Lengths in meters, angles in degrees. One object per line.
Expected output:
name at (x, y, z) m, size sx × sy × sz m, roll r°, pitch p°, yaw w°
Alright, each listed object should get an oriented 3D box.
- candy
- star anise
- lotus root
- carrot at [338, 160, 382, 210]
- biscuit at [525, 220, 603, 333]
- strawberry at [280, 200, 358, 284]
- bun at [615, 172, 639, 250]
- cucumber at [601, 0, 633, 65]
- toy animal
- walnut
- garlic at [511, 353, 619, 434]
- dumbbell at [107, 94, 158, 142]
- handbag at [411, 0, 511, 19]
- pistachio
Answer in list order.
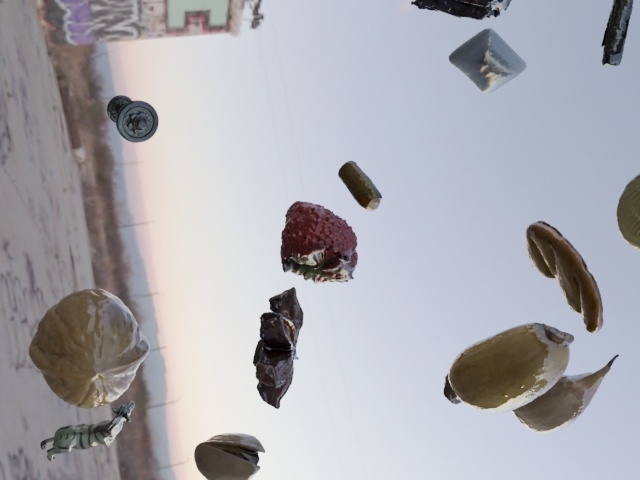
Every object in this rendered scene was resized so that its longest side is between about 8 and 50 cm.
candy at (0.436, -0.467, 1.788) m, size 0.138 × 0.174 × 0.071 m, roll -31°, pitch -137°, yaw 36°
star anise at (-0.097, 0.229, 1.459) m, size 0.220 × 0.099 × 0.214 m, roll -73°, pitch 161°, yaw -47°
lotus root at (0.349, 0.250, 1.307) m, size 0.146 × 0.131 × 0.303 m, roll 48°, pitch -48°, yaw -3°
carrot at (0.125, -0.168, 2.139) m, size 0.173 × 0.082 × 0.082 m, roll 58°, pitch -27°, yaw 34°
biscuit at (0.564, 0.069, 1.592) m, size 0.299 × 0.045 × 0.154 m, roll -118°, pitch -165°, yaw -47°
strawberry at (-0.004, -0.001, 2.025) m, size 0.261 × 0.261 × 0.257 m, roll 118°, pitch -13°, yaw -62°
bun at (0.793, -0.060, 1.545) m, size 0.220 × 0.134 × 0.220 m, roll -9°, pitch -104°, yaw 36°
cucumber at (0.639, -0.500, 1.453) m, size 0.044 × 0.043 × 0.256 m, roll -101°, pitch -169°, yaw -62°
toy animal at (-0.521, 0.432, 1.544) m, size 0.176 × 0.217 × 0.073 m, roll 112°, pitch -38°, yaw -62°
walnut at (-0.448, 0.209, 1.339) m, size 0.261 × 0.225 × 0.225 m, roll -149°, pitch -129°, yaw -61°
garlic at (0.544, 0.348, 1.615) m, size 0.151 × 0.196 × 0.338 m, roll 39°, pitch -17°, yaw 3°
dumbbell at (-0.511, -0.333, 1.814) m, size 0.254 × 0.110 × 0.110 m, roll 34°, pitch -47°, yaw 51°
handbag at (0.330, -0.601, 1.586) m, size 0.260 × 0.162 × 0.113 m, roll 22°, pitch -7°, yaw 28°
pistachio at (-0.253, 0.606, 1.912) m, size 0.153 × 0.238 × 0.137 m, roll 45°, pitch 45°, yaw -43°
